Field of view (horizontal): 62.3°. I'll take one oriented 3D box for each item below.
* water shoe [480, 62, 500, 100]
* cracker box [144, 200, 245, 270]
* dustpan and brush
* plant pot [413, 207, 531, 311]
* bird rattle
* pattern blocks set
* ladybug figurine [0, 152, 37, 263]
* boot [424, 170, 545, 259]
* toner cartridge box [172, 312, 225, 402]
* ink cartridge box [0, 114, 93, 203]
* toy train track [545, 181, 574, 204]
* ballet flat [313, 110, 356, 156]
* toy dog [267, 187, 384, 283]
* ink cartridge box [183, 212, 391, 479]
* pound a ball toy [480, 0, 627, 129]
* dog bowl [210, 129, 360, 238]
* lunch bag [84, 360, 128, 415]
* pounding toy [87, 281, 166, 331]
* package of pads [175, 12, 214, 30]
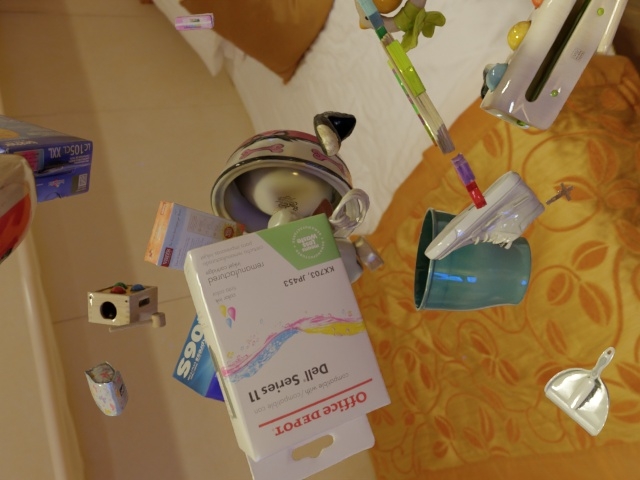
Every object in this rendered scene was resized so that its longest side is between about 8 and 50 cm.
[{"bbox_3d":[0.394,-0.359,1.220,0.073,0.203,0.080,34,108,5],"label":"water shoe"},{"bbox_3d":[-0.316,0.003,1.355,0.067,0.232,0.155,13,86,42],"label":"cracker box"},{"bbox_3d":[0.614,0.325,1.208,0.147,0.060,0.211,43,116,40],"label":"dustpan and brush"},{"bbox_3d":[0.392,0.064,1.373,0.271,0.256,0.271,7,-90,-86],"label":"plant pot"},{"bbox_3d":[0.165,-0.533,1.119,0.207,0.143,0.253,9,128,25],"label":"bird rattle"},{"bbox_3d":[0.149,-0.213,0.802,0.026,0.285,0.324,-30,66,15],"label":"pattern blocks set"},{"bbox_3d":[-0.678,0.004,0.921,0.306,0.449,0.161,-1,125,26],"label":"ladybug figurine"},{"bbox_3d":[0.357,-0.020,1.137,0.123,0.258,0.095,46,-168,-3],"label":"boot"},{"bbox_3d":[-0.215,0.178,1.225,0.165,0.075,0.347,6,73,49],"label":"toner cartridge box"},{"bbox_3d":[-0.750,-0.194,1.270,0.396,0.270,0.151,18,109,12],"label":"ink cartridge box"},{"bbox_3d":[0.581,-0.110,1.292,0.048,0.083,0.014,61,168,-7],"label":"toy train track"},{"bbox_3d":[0.021,-0.160,0.752,0.173,0.049,0.057,-74,-33,-66],"label":"ballet flat"},{"bbox_3d":[0.000,0.000,1.150,0.161,0.220,0.333,53,170,41],"label":"toy dog"},{"bbox_3d":[-0.040,0.162,0.744,0.353,0.207,0.119,71,159,6],"label":"ink cartridge box"},{"bbox_3d":[0.405,-0.358,0.901,0.208,0.136,0.318,-68,4,-76],"label":"pound a ball toy"},{"bbox_3d":[-0.092,-0.137,1.480,0.408,0.409,0.150,119,160,-51],"label":"dog bowl"},{"bbox_3d":[-0.377,0.266,0.945,0.083,0.053,0.071,15,121,51],"label":"lunch bag"},{"bbox_3d":[-0.492,0.168,1.370,0.181,0.206,0.094,-22,-66,-73],"label":"pounding toy"},{"bbox_3d":[-0.286,-0.498,1.207,0.050,0.084,0.031,-95,0,-60],"label":"package of pads"}]
